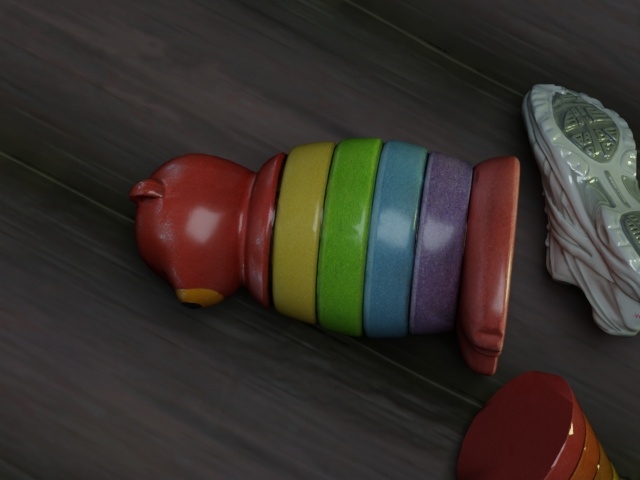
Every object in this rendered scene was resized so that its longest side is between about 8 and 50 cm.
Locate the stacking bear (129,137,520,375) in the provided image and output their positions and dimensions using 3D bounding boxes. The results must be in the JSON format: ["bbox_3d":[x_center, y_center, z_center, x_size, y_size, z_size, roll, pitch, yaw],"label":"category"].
[{"bbox_3d":[0.000,0.000,1.416,0.289,0.175,0.164,6,78,4],"label":"stacking bear"}]

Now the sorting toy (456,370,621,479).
[{"bbox_3d":[0.137,0.287,1.400,0.126,0.127,0.365,31,77,-28],"label":"sorting toy"}]

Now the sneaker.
[{"bbox_3d":[0.204,-0.021,1.466,0.090,0.115,0.232,2,49,-28],"label":"sneaker"}]
